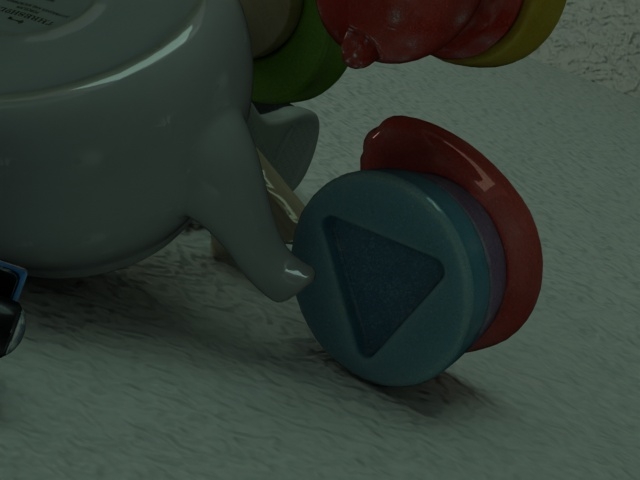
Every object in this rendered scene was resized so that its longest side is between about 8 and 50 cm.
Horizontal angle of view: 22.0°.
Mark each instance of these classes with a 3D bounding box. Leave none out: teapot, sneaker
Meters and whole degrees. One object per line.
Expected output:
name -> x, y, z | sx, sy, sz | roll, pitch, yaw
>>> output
teapot -> -0.157, -0.065, 0.993 | 0.252, 0.187, 0.256 | -13, 39, -7
sneaker -> -0.118, -0.085, 1.250 | 0.147, 0.105, 0.296 | 20, 9, 17

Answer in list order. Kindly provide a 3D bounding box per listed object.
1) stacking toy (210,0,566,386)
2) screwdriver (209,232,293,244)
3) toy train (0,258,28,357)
stacking toy -> -0.004, -0.071, 0.994 | 0.279, 0.309, 0.130 | 12, 21, 37
screwdriver -> 0.000, 0.000, 1.211 | 0.170, 0.025, 0.024 | 11, 16, -23
toy train -> -0.231, 0.015, 0.787 | 0.184, 0.080, 0.105 | 19, -5, -11
